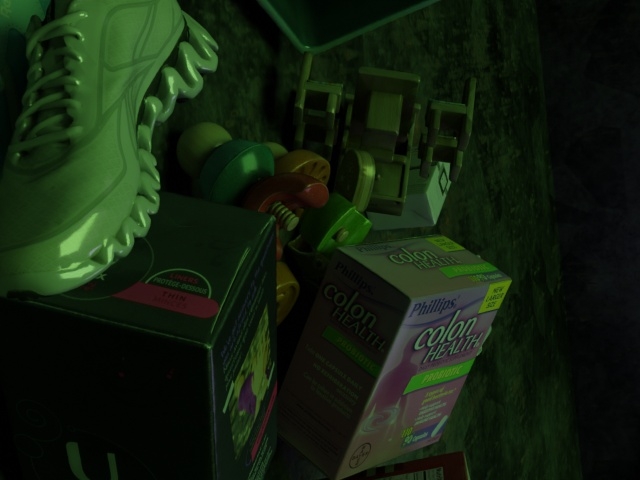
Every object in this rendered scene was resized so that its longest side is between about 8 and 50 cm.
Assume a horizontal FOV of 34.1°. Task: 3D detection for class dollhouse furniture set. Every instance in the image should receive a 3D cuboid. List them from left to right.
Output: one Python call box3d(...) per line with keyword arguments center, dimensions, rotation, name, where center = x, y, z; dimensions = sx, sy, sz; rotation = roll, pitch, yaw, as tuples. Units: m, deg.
box3d(center=(0.079, -0.164, 1.355), dimensions=(0.242, 0.212, 0.161), rotation=(96, 3, -64), name="dollhouse furniture set")

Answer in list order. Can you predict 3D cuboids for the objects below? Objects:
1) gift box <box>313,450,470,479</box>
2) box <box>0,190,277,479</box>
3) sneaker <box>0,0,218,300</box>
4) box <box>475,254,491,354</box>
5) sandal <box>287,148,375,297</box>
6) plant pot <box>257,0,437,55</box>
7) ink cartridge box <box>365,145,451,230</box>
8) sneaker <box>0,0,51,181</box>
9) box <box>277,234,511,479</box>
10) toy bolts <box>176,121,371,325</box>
box3d(center=(0.076, 0.424, 1.204), dimensions=(0.255, 0.276, 0.258), rotation=(-70, 145, -68), name="gift box")
box3d(center=(-0.129, 0.109, 0.783), dimensions=(0.143, 0.165, 0.270), rotation=(-65, 163, -48), name="box")
box3d(center=(-0.155, -0.085, 0.666), dimensions=(0.292, 0.110, 0.118), rotation=(-79, 155, -45), name="sneaker")
box3d(center=(0.123, 0.105, 1.432), dimensions=(0.181, 0.181, 0.119), rotation=(-34, 116, -64), name="box")
box3d(center=(-0.002, -0.003, 1.301), dimensions=(0.088, 0.079, 0.240), rotation=(-129, -132, -57), name="sandal")
box3d(center=(0.016, -0.417, 1.221), dimensions=(0.248, 0.247, 0.252), rotation=(42, 31, -58), name="plant pot")
box3d(center=(0.139, -0.093, 1.597), dimensions=(0.180, 0.104, 0.060), rotation=(-64, 141, -50), name="ink cartridge box")
box3d(center=(-0.250, -0.168, 0.693), dimensions=(0.208, 0.127, 0.319), rotation=(-34, 117, -65), name="sneaker")
box3d(center=(0.082, 0.130, 1.222), dimensions=(0.213, 0.117, 0.243), rotation=(-6, 122, -50), name="box")
box3d(center=(-0.081, -0.026, 1.110), dimensions=(0.218, 0.158, 0.228), rotation=(-48, 159, -3), name="toy bolts")
